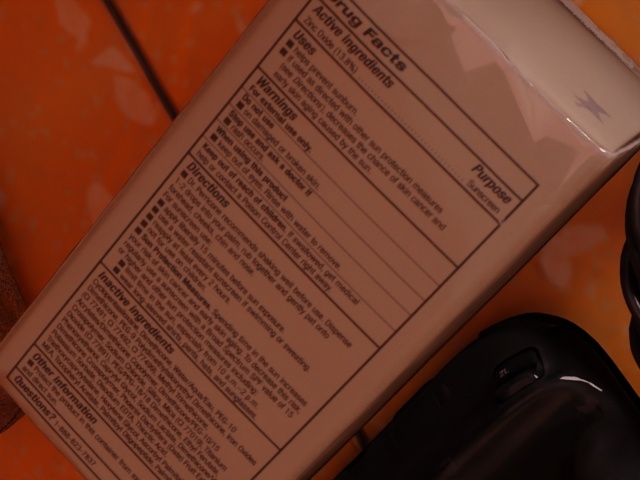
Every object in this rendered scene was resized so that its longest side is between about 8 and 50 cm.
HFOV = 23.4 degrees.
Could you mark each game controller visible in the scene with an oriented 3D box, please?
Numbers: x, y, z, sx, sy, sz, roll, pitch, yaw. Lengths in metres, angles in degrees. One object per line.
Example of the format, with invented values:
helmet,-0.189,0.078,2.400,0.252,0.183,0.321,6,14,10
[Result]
game controller,0.051,0.185,0.761,0.319,0.067,0.166,-49,66,28

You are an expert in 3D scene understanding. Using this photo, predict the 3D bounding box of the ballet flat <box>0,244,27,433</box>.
ballet flat,-0.240,-0.035,0.825,0.108,0.106,0.316,-23,94,28

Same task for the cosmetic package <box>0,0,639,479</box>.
cosmetic package,0.000,0.000,0.711,0.153,0.129,0.296,47,119,8

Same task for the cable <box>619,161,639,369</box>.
cable,0.201,-0.003,0.648,0.151,0.047,0.184,-3,113,14
